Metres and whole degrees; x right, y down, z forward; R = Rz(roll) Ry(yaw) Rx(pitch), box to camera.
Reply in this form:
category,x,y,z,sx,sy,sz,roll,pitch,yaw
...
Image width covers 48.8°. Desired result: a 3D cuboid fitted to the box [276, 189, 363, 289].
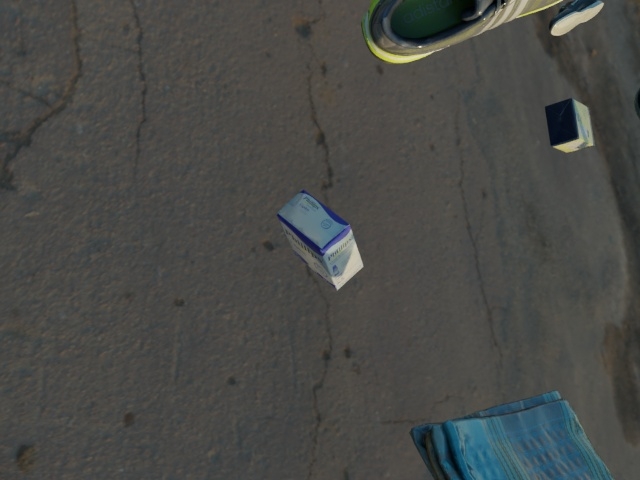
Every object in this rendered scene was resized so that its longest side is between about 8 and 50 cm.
category,x,y,z,sx,sy,sz,roll,pitch,yaw
box,0.000,0.000,1.257,0.072,0.126,0.137,-41,145,-15

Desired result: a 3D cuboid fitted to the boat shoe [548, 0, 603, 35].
category,x,y,z,sx,sy,sz,roll,pitch,yaw
boat shoe,0.424,-0.385,1.190,0.125,0.046,0.038,-31,70,-21

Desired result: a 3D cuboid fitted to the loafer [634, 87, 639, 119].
category,x,y,z,sx,sy,sz,roll,pitch,yaw
loafer,0.453,-0.183,0.715,0.268,0.084,0.096,-17,70,-7

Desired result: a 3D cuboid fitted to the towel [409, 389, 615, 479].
category,x,y,z,sx,sy,sz,roll,pitch,yaw
towel,0.250,0.297,0.591,0.271,0.040,0.370,6,45,-49

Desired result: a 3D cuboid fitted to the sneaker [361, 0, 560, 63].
category,x,y,z,sx,sy,sz,roll,pitch,yaw
sneaker,0.184,-0.268,0.736,0.111,0.300,0.121,59,14,-15

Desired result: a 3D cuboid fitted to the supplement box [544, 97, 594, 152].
category,x,y,z,sx,sy,sz,roll,pitch,yaw
supplement box,0.487,-0.223,1.376,0.083,0.056,0.083,8,74,-47
